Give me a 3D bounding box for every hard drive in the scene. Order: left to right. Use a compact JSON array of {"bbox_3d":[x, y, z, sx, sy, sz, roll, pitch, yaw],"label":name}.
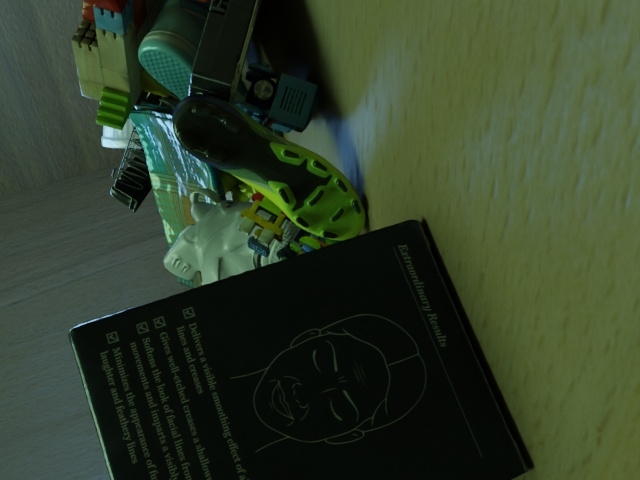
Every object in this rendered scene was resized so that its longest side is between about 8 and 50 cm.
[{"bbox_3d":[-0.133,-0.281,1.328,0.339,0.064,0.237,133,152,-76],"label":"hard drive"}]

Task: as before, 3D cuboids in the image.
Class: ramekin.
[{"bbox_3d":[-0.477,-0.335,2.576,0.273,0.272,0.127,-144,50,-70],"label":"ramekin"}]

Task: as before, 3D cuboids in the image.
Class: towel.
[{"bbox_3d":[-0.238,-0.063,1.675,0.271,0.040,0.370,16,124,55],"label":"towel"}]

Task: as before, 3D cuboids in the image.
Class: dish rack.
[{"bbox_3d":[-0.339,-0.214,1.876,0.208,0.074,0.271,-71,8,-52],"label":"dish rack"}]

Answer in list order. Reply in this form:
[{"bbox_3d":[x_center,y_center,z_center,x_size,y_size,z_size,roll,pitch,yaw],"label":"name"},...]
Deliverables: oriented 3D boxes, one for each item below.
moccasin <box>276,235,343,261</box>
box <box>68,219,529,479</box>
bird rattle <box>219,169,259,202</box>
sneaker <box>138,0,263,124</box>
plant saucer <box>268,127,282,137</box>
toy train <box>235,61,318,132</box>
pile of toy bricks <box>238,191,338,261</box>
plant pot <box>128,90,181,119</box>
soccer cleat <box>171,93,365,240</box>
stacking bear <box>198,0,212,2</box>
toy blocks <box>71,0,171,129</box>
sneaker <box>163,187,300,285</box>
[{"bbox_3d":[-0.005,0.128,1.452,0.138,0.116,0.342,-129,24,-59],"label":"moccasin"},{"bbox_3d":[-0.032,0.195,1.012,0.212,0.395,0.294,101,150,-67],"label":"box"},{"bbox_3d":[-0.230,-0.168,1.880,0.143,0.207,0.254,25,144,49],"label":"bird rattle"},{"bbox_3d":[-0.170,-0.319,1.611,0.319,0.127,0.208,47,-129,-52],"label":"sneaker"},{"bbox_3d":[-0.076,-0.162,1.599,0.067,0.018,0.192,-127,22,-57],"label":"plant saucer"},{"bbox_3d":[-0.063,-0.191,1.292,0.184,0.105,0.080,-169,99,-83],"label":"toy train"},{"bbox_3d":[0.000,0.000,1.285,0.212,0.105,0.118,29,165,8],"label":"pile of toy bricks"},{"bbox_3d":[-0.342,-0.416,1.971,0.263,0.263,0.229,85,-179,-45],"label":"plant pot"},{"bbox_3d":[-0.062,-0.101,1.215,0.289,0.093,0.121,32,-168,-13],"label":"soccer cleat"},{"bbox_3d":[-0.221,-0.509,1.447,0.164,0.175,0.289,-22,99,36],"label":"stacking bear"},{"bbox_3d":[-0.323,-0.423,1.592,0.261,0.190,0.381,101,-174,-59],"label":"toy blocks"},{"bbox_3d":[-0.144,0.087,1.542,0.137,0.210,0.366,-46,-30,-61],"label":"sneaker"}]
